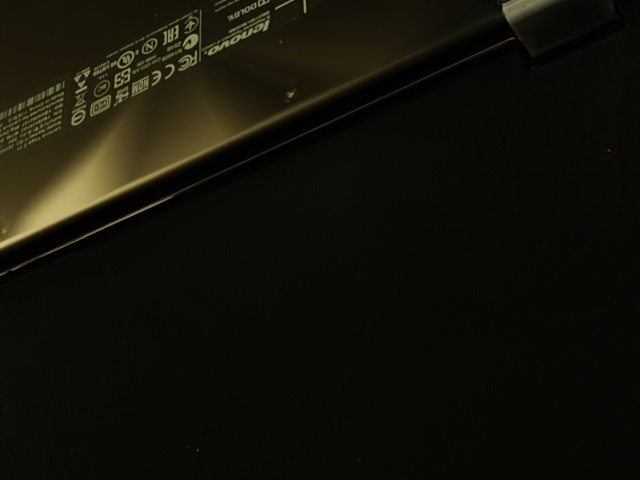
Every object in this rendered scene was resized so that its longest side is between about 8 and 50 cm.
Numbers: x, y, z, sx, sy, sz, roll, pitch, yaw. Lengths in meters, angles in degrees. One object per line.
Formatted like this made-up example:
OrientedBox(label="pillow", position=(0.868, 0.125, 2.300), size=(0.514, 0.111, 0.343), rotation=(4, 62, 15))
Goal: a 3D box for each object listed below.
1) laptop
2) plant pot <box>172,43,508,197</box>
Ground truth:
OrientedBox(label="laptop", position=(0.000, 0.000, 0.643), size=(0.382, 0.236, 0.408), rotation=(-23, 46, 23))
OrientedBox(label="plant pot", position=(0.115, 0.010, 0.749), size=(0.293, 0.293, 0.235), rotation=(-24, 63, -22))
